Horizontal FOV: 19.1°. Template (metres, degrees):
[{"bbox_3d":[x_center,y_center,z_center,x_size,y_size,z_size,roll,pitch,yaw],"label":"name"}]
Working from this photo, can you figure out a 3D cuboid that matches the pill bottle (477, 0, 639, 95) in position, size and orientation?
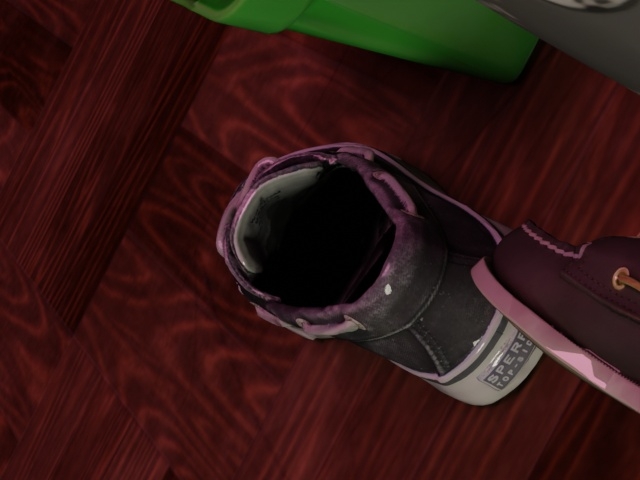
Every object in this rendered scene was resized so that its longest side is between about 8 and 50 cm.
[{"bbox_3d":[0.167,-0.089,0.369,0.210,0.363,0.210,-45,30,36],"label":"pill bottle"}]

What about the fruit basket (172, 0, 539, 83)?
[{"bbox_3d":[-0.020,-0.294,0.934,0.392,0.392,0.283,-63,25,3],"label":"fruit basket"}]

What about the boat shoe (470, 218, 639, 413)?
[{"bbox_3d":[0.132,0.036,0.669,0.069,0.081,0.228,-59,32,6],"label":"boat shoe"}]

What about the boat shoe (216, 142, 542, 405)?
[{"bbox_3d":[0.000,0.000,0.925,0.108,0.102,0.301,-63,25,3],"label":"boat shoe"}]
